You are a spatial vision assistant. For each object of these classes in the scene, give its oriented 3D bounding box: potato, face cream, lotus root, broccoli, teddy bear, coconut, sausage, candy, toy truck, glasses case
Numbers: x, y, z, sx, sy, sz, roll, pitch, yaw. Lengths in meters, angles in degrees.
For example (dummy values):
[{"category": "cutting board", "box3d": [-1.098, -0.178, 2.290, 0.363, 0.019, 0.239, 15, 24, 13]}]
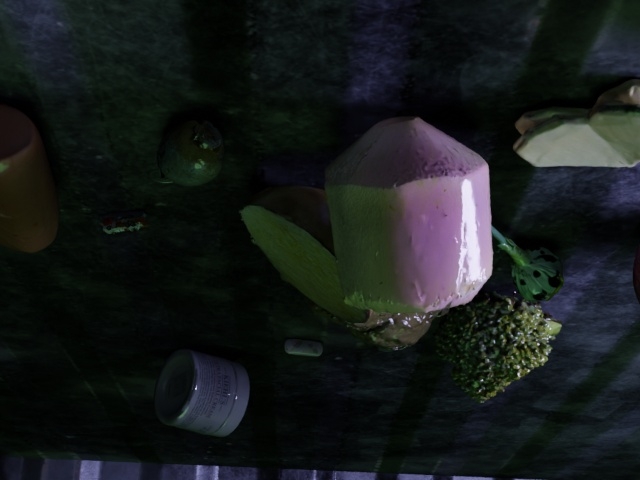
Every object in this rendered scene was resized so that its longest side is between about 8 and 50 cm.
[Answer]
[{"category": "potato", "box3d": [0.000, 0.000, 1.602, 0.239, 0.116, 0.299, 24, 157, 28]}, {"category": "face cream", "box3d": [-0.269, 0.342, 2.380, 0.152, 0.177, 0.177, 20, 151, -35]}, {"category": "lotus root", "box3d": [-0.180, -0.113, 1.442, 0.088, 0.088, 0.165, 12, 165, -21]}, {"category": "broccoli", "box3d": [0.352, 0.215, 2.019, 0.273, 0.180, 0.242, 17, 152, -31]}, {"category": "teddy bear", "box3d": [0.094, 0.098, 1.811, 0.267, 0.156, 0.256, -14, 153, 31]}, {"category": "coconut", "box3d": [0.110, -0.040, 1.393, 0.233, 0.245, 0.233, -4, -173, 1]}, {"category": "sausage", "box3d": [-0.436, -0.079, 1.489, 0.121, 0.121, 0.304, 5, 156, -5]}, {"category": "candy", "box3d": [0.296, 0.010, 1.692, 0.083, 0.091, 0.305, -13, 146, 36]}, {"category": "toy truck", "box3d": [-0.320, -0.029, 1.707, 0.083, 0.032, 0.024, -9, 158, 18]}, {"category": "glasses case", "box3d": [-0.036, 0.231, 2.281, 0.083, 0.032, 0.021, 8, 153, -9]}]

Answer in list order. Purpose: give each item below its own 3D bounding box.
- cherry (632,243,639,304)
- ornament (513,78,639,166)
[{"category": "cherry", "box3d": [0.581, 0.058, 1.651, 0.192, 0.175, 0.250, -6, 160, -10]}, {"category": "ornament", "box3d": [0.369, -0.132, 1.375, 0.201, 0.059, 0.180, -12, 154, 36]}]
